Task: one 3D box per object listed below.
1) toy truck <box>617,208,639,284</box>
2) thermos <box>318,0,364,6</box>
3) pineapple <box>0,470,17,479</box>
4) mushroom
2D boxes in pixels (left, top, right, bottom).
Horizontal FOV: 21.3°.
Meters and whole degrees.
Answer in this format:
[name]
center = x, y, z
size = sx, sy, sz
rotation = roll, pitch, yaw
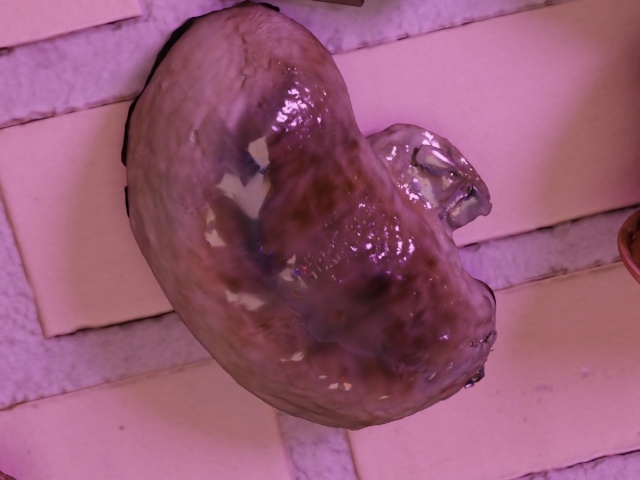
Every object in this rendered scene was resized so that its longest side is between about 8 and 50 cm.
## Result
[toy truck]
center = 0.355, -0.076, 1.188
size = 0.288, 0.204, 0.211
rotation = -8, 118, -8
[thermos]
center = 0.006, -0.213, 1.144
size = 0.193, 0.105, 0.137
rotation = 4, 144, -6
[pineapple]
center = -0.325, 0.163, 1.261
size = 0.237, 0.111, 0.119
rotation = 41, 73, -16
[mushroom]
center = 0.000, 0.000, 1.215
size = 0.247, 0.130, 0.344
rotation = -23, 116, 7
